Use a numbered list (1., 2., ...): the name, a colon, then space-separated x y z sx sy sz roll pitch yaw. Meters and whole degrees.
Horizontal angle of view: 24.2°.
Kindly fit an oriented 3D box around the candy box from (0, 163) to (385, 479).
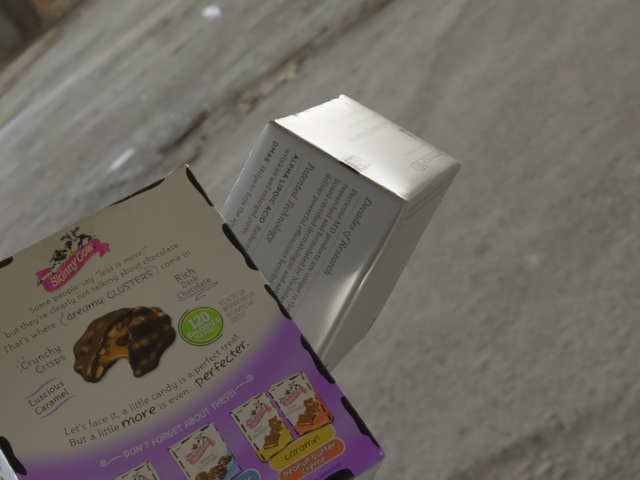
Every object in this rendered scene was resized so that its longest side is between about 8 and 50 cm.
1. candy box: -0.090 0.083 0.779 0.165 0.196 0.070 -28 -18 -19

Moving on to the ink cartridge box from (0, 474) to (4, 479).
1. ink cartridge box: -0.353 0.241 1.255 0.233 0.168 0.171 -37 49 56

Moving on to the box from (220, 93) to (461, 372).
1. box: 0.000 0.000 1.140 0.182 0.119 0.181 -62 -10 19
